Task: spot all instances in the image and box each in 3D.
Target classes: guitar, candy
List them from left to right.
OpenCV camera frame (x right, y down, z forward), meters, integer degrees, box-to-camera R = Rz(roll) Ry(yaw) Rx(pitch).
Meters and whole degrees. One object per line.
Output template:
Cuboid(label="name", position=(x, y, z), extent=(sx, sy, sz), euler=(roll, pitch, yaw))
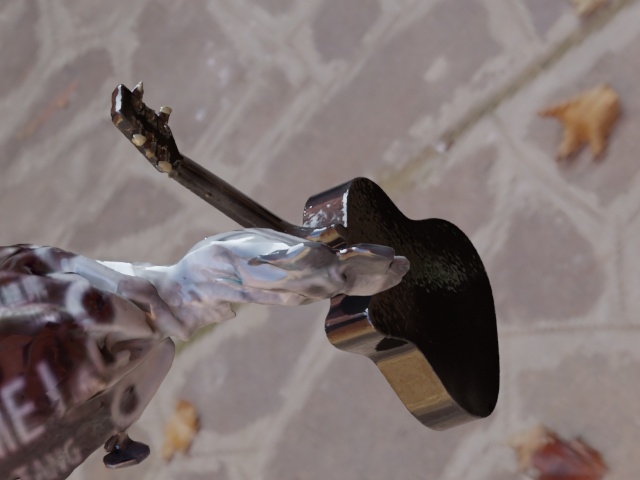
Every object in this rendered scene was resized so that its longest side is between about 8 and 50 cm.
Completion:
Cuboid(label="candy", position=(-0.093, 0.030, 0.381), extent=(0.226, 0.051, 0.094), euler=(-15, 27, -12))
Cuboid(label="guitar", position=(0.000, 0.000, 0.677), extent=(0.025, 0.233, 0.088), euler=(-21, 54, 29))
